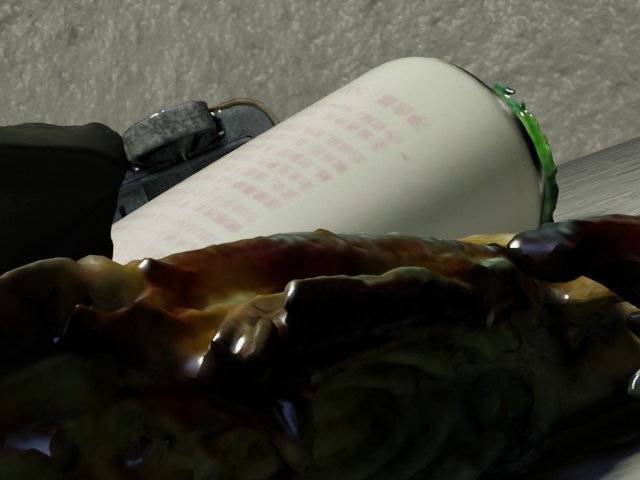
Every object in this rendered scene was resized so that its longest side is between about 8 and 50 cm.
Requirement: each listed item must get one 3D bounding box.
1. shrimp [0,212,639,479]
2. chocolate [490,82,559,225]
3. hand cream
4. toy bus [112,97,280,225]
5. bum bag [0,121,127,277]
[{"bbox_3d":[0.043,0.026,0.383,0.289,0.075,0.178,-4,-7,-42],"label":"shrimp"},{"bbox_3d":[0.000,0.000,1.202,0.291,0.110,0.110,-23,2,-14],"label":"chocolate"},{"bbox_3d":[-0.060,0.034,0.837,0.359,0.118,0.185,-29,15,-29],"label":"hand cream"},{"bbox_3d":[-0.143,0.036,1.006,0.289,0.139,0.157,-24,-2,-19],"label":"toy bus"},{"bbox_3d":[-0.126,0.011,0.595,0.137,0.074,0.310,-10,-12,-8],"label":"bum bag"}]
